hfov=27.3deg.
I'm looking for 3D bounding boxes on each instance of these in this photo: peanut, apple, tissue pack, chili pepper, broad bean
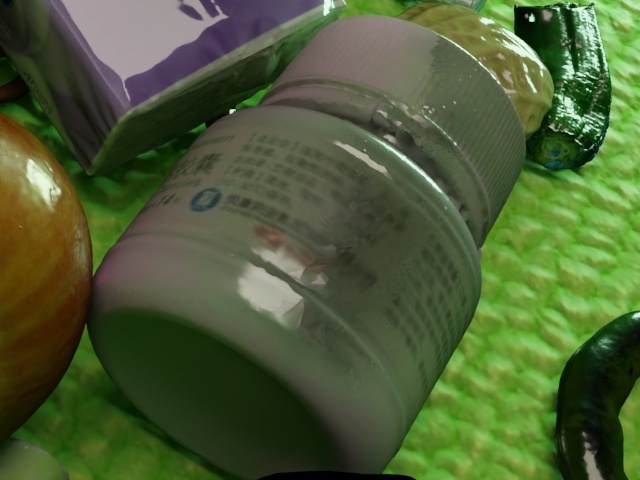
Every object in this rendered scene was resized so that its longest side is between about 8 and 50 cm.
[{"bbox_3d":[0.089,-0.134,1.194,0.233,0.110,0.197,-20,47,-28],"label":"peanut"},{"bbox_3d":[-0.290,0.024,0.839,0.286,0.286,0.233,0,32,-16],"label":"apple"},{"bbox_3d":[-0.169,-0.252,1.084,0.242,0.160,0.338,-33,85,-28],"label":"tissue pack"},{"bbox_3d":[0.236,-0.160,1.290,0.098,0.061,0.224,9,49,-3],"label":"chili pepper"},{"bbox_3d":[0.255,0.148,1.060,0.144,0.049,0.292,31,50,8],"label":"broad bean"}]

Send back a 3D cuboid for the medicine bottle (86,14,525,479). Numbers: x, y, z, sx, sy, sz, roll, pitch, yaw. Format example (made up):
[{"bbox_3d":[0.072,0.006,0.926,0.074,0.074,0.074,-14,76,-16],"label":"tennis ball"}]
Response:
[{"bbox_3d":[0.002,0.005,0.958,0.241,0.241,0.302,29,58,8],"label":"medicine bottle"}]

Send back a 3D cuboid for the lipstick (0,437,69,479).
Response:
[{"bbox_3d":[-0.238,0.266,0.811,0.076,0.076,0.304,19,49,-1],"label":"lipstick"}]

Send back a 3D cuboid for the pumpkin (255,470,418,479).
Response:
[{"bbox_3d":[0.004,0.307,0.725,0.363,0.266,0.363,7,56,-10],"label":"pumpkin"}]

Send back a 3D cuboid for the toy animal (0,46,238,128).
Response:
[{"bbox_3d":[-0.207,-0.153,1.156,0.229,0.066,0.224,-16,63,-31],"label":"toy animal"}]

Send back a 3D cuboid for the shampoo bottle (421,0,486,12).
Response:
[{"bbox_3d":[0.075,-0.291,1.354,0.212,0.049,0.072,33,47,11],"label":"shampoo bottle"}]
